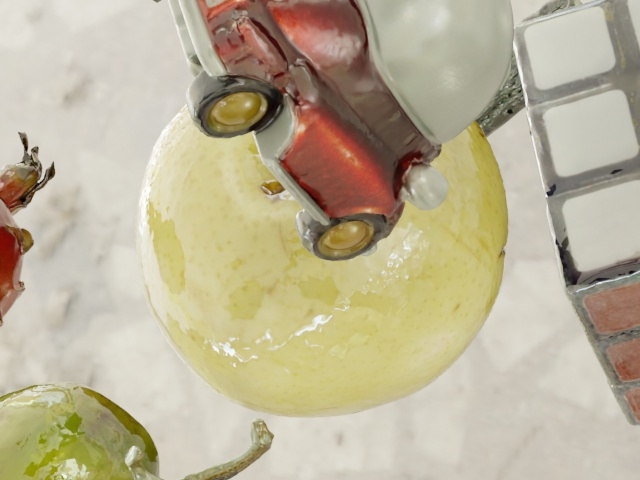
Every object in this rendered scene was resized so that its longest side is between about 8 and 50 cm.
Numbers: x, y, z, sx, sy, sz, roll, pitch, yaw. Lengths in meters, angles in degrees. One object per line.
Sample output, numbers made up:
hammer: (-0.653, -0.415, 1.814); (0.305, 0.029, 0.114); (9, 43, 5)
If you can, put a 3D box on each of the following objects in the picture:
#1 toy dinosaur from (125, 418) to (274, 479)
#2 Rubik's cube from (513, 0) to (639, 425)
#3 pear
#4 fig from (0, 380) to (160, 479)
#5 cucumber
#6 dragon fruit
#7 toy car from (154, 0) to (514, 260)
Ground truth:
toy dinosaur: (-0.101, 0.150, 0.992); (0.180, 0.058, 0.037); (-42, 25, 22)
Rubik's cube: (0.370, -0.046, 1.720); (0.304, 0.305, 0.301); (-15, 55, 12)
pear: (0.000, 0.000, 1.492); (0.309, 0.309, 0.309); (-17, 65, 41)
fig: (-0.180, 0.158, 1.230); (0.153, 0.136, 0.120); (-18, 33, -7)
cucumber: (0.182, -0.163, 1.908); (0.265, 0.077, 0.077); (-35, 54, 37)
dragon fruit: (-0.277, -0.003, 1.475); (0.125, 0.125, 0.246); (-1, 36, 28)
toy car: (0.014, -0.073, 0.679); (0.112, 0.139, 0.112); (-28, 58, 14)
